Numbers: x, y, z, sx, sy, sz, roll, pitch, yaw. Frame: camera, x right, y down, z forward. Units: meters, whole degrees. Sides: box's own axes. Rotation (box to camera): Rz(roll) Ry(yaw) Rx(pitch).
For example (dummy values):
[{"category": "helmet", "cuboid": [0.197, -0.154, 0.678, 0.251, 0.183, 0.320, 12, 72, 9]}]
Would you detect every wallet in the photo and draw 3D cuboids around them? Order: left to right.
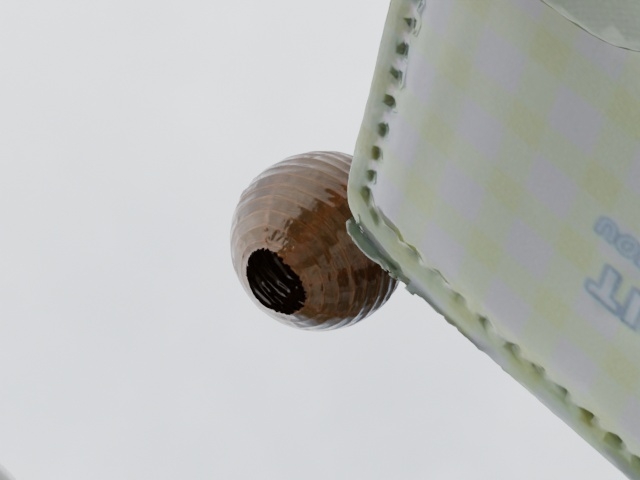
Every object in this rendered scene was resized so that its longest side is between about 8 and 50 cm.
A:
[{"category": "wallet", "cuboid": [0.106, -0.046, 0.301, 0.077, 0.223, 0.309, -32, -27, -24]}]

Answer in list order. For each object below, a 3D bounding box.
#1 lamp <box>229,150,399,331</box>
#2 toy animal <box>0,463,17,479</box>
[{"category": "lamp", "cuboid": [0.000, 0.000, 1.159, 0.136, 0.136, 0.136, -22, -40, -20]}, {"category": "toy animal", "cuboid": [-0.272, 0.284, 1.188, 0.212, 0.266, 0.212, -40, -31, -30]}]
